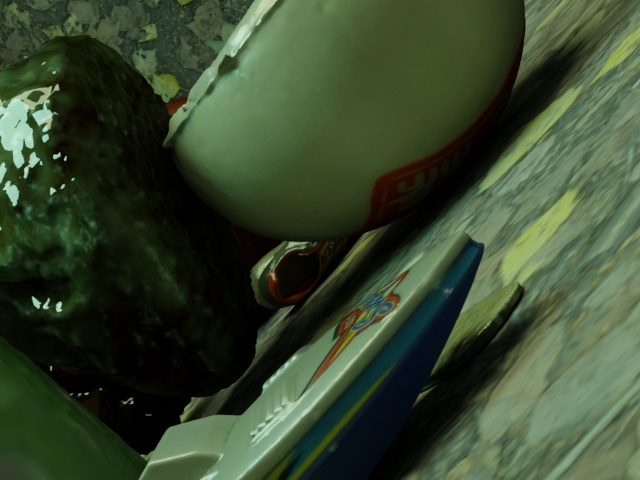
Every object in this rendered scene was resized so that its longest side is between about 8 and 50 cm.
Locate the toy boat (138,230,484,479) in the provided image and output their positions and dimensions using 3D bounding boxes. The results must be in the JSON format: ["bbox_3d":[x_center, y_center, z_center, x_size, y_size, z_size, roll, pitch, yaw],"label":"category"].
[{"bbox_3d":[-0.022,0.103,0.729,0.295,0.088,0.129,-47,5,15],"label":"toy boat"}]

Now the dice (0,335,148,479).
[{"bbox_3d":[-0.316,0.217,1.081,0.322,0.318,0.330,-50,4,-12],"label":"dice"}]

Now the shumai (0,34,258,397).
[{"bbox_3d":[-0.268,0.022,1.366,0.348,0.395,0.395,-27,6,3],"label":"shumai"}]

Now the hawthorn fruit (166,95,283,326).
[{"bbox_3d":[-0.132,-0.029,1.818,0.316,0.316,0.316,-47,4,5],"label":"hawthorn fruit"}]

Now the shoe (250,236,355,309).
[{"bbox_3d":[0.001,-0.001,1.590,0.194,0.074,0.077,-51,16,-6],"label":"shoe"}]

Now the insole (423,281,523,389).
[{"bbox_3d":[0.044,0.075,0.840,0.081,0.011,0.248,-50,5,-30],"label":"insole"}]

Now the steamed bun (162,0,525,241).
[{"bbox_3d":[0.042,-0.151,1.313,0.374,0.241,0.374,-51,7,9],"label":"steamed bun"}]

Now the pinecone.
[{"bbox_3d":[-0.262,0.185,1.576,0.292,0.246,0.246,-28,-10,-42],"label":"pinecone"}]
